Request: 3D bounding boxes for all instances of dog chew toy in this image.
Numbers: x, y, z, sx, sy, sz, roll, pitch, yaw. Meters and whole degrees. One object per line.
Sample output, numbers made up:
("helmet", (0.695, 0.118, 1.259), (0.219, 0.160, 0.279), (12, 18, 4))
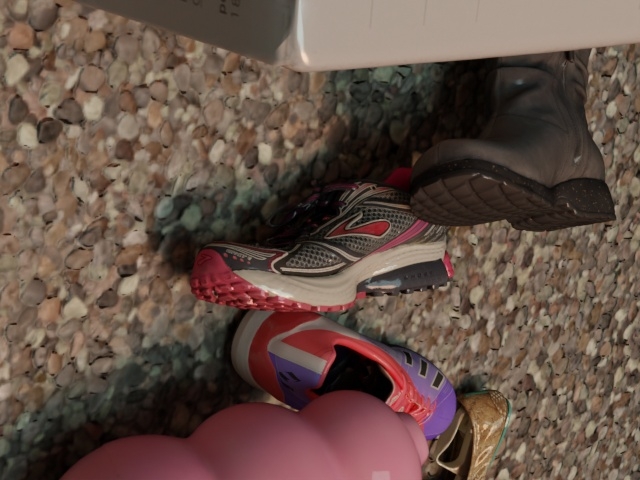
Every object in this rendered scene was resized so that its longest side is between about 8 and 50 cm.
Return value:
("dog chew toy", (-0.063, 0.231, 1.135), (0.332, 0.206, 0.206), (-22, 123, -14))

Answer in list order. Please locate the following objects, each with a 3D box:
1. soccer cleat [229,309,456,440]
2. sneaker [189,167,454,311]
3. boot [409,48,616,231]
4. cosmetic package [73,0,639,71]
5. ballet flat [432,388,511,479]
("soccer cleat", (0.050, 0.146, 1.310), (0.318, 0.116, 0.108), (30, 85, -46))
("sneaker", (0.000, 0.000, 1.215), (0.299, 0.121, 0.112), (-11, 100, -49))
("boot", (0.171, -0.127, 1.277), (0.338, 0.118, 0.222), (6, 77, -61))
("cosmetic package", (0.032, -0.317, 0.949), (0.394, 0.327, 0.329), (-12, 114, -42))
("ballet flat", (0.150, 0.259, 1.505), (0.067, 0.073, 0.206), (11, 97, -18))
